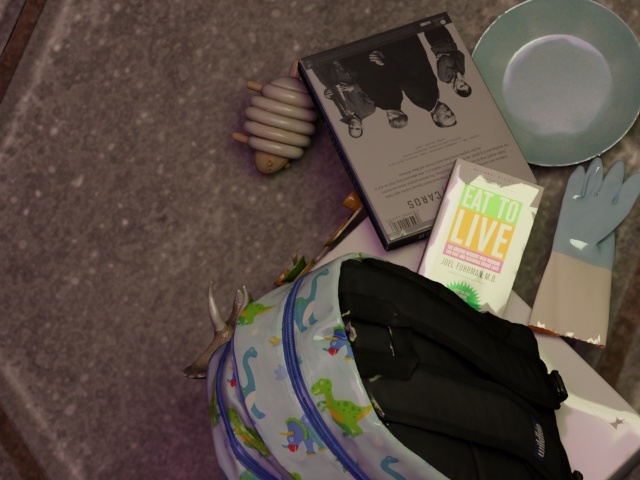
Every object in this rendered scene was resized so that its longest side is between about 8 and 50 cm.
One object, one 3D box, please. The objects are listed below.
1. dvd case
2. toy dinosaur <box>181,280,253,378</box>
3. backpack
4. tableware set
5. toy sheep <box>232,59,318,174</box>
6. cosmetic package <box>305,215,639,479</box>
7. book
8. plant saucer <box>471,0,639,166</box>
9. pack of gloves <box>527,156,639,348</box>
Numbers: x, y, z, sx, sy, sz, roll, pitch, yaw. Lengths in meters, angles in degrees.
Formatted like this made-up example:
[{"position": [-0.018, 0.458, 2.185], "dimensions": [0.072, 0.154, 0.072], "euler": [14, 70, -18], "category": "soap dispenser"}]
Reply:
[{"position": [0.103, -0.119, 1.923], "dimensions": [0.179, 0.029, 0.238], "euler": [-19, 67, -14], "category": "dvd case"}, {"position": [-0.051, 0.207, 1.776], "dimensions": [0.121, 0.160, 0.313], "euler": [-29, 64, 6], "category": "toy dinosaur"}, {"position": [0.065, 0.160, 1.654], "dimensions": [0.273, 0.355, 0.290], "euler": [-16, 61, 17], "category": "backpack"}, {"position": [0.000, 0.000, 1.957], "dimensions": [0.024, 0.104, 0.154], "euler": [40, 112, 0], "category": "tableware set"}, {"position": [-0.045, -0.136, 2.001], "dimensions": [0.091, 0.091, 0.132], "euler": [16, 99, 14], "category": "toy sheep"}, {"position": [0.118, 0.171, 1.890], "dimensions": [0.284, 0.097, 0.377], "euler": [-44, 72, 0], "category": "cosmetic package"}, {"position": [0.159, -0.001, 1.849], "dimensions": [0.096, 0.035, 0.144], "euler": [19, 81, -4], "category": "book"}, {"position": [0.257, -0.170, 1.972], "dimensions": [0.195, 0.037, 0.194], "euler": [-3, 77, 11], "category": "plant saucer"}, {"position": [0.334, 0.027, 1.891], "dimensions": [0.195, 0.046, 0.232], "euler": [16, 61, 5], "category": "pack of gloves"}]
